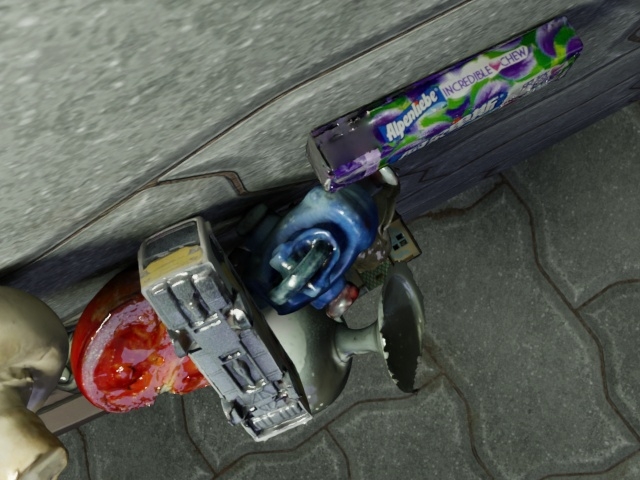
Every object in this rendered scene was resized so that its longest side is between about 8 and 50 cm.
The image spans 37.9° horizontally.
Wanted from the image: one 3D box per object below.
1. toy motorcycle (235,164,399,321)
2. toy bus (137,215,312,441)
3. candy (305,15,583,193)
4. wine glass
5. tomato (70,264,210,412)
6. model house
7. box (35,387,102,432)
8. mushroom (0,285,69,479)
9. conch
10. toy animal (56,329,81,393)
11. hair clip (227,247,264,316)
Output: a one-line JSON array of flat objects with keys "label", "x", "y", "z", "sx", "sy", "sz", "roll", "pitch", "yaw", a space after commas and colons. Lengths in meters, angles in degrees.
[{"label": "toy motorcycle", "x": -0.020, "y": -0.013, "z": 1.249, "sx": 0.182, "sy": 0.241, "sz": 0.319, "roll": 16, "pitch": 170, "yaw": -13}, {"label": "toy bus", "x": -0.108, "y": 0.118, "z": 1.147, "sx": 0.097, "sy": 0.138, "sz": 0.342, "roll": -23, "pitch": 132, "yaw": 5}, {"label": "candy", "x": 0.132, "y": -0.146, "z": 1.002, "sx": 0.312, "sy": 0.061, "sz": 0.088, "roll": -26, "pitch": 173, "yaw": -7}, {"label": "wine glass", "x": -0.005, "y": 0.168, "z": 1.534, "sx": 0.323, "sy": 0.238, "sz": 0.238, "roll": -10, "pitch": -178, "yaw": 22}, {"label": "tomato", "x": -0.229, "y": 0.113, "z": 1.256, "sx": 0.233, "sy": 0.139, "sz": 0.200, "roll": -8, "pitch": 128, "yaw": -30}, {"label": "model house", "x": 0.037, "y": 0.030, "z": 1.701, "sx": 0.206, "sy": 0.178, "sz": 0.271, "roll": -32, "pitch": 179, "yaw": -13}, {"label": "box", "x": -0.486, "y": 0.275, "z": 1.691, "sx": 0.252, "sy": 0.153, "sz": 0.188, "roll": -22, "pitch": 172, "yaw": -43}, {"label": "mushroom", "x": -0.318, "y": 0.144, "z": 0.886, "sx": 0.206, "sy": 0.209, "sz": 0.206, "roll": -61, "pitch": -178, "yaw": 3}, {"label": "conch", "x": 0.081, "y": -0.044, "z": 1.452, "sx": 0.155, "sy": 0.130, "sz": 0.207, "roll": -26, "pitch": -158, "yaw": 40}, {"label": "toy animal", "x": -0.299, "y": 0.150, "z": 1.548, "sx": 0.343, "sy": 0.106, "sz": 0.168, "roll": -22, "pitch": 166, "yaw": -25}, {"label": "hair clip", "x": -0.154, "y": 0.074, "z": 1.458, "sx": 0.300, "sy": 0.173, "sz": 0.069, "roll": -47, "pitch": 160, "yaw": -77}]
